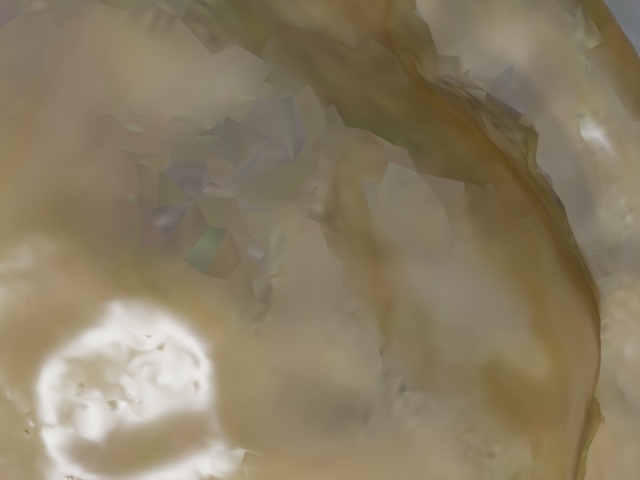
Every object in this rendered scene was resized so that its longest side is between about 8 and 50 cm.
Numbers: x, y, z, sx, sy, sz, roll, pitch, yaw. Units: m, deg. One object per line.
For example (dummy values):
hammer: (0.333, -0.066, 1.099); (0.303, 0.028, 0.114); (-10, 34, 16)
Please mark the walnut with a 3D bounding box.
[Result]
walnut: (-0.055, 0.003, 0.591); (0.384, 0.384, 0.383); (21, 119, 42)
